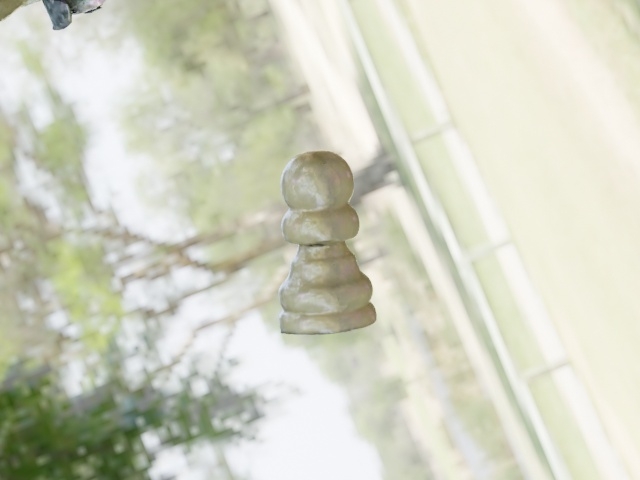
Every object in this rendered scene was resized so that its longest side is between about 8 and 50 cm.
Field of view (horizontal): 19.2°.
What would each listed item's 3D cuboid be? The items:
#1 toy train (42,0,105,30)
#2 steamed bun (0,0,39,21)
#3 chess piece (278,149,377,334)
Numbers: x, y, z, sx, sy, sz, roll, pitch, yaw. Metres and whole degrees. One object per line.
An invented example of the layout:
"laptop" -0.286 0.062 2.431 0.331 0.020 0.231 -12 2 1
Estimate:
"toy train" -0.164 -0.268 1.179 0.134 0.177 0.260 -76 -31 -67
"steamed bun" -0.343 -0.275 1.614 0.276 0.289 0.203 -119 8 -67
"chess piece" 0.000 0.000 1.787 0.094 0.094 0.170 -110 14 -78
